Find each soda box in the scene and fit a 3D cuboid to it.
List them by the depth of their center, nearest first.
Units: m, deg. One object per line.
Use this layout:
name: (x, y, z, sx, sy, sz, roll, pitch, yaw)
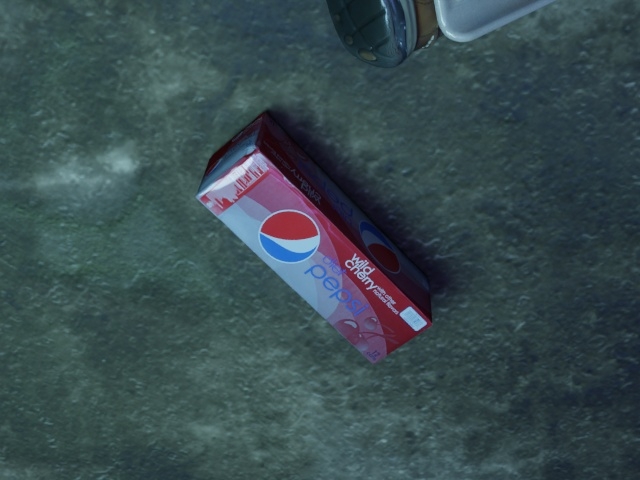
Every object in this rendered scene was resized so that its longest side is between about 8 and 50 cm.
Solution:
soda box: (0.000, 0.000, 0.950, 0.083, 0.092, 0.263, -37, 112, 22)

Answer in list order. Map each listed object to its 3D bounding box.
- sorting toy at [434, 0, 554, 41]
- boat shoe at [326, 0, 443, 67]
sorting toy: (0.160, -0.288, 0.754, 0.193, 0.038, 0.208, -28, 118, -22)
boat shoe: (0.049, -0.311, 0.772, 0.120, 0.123, 0.323, -24, 117, -21)
